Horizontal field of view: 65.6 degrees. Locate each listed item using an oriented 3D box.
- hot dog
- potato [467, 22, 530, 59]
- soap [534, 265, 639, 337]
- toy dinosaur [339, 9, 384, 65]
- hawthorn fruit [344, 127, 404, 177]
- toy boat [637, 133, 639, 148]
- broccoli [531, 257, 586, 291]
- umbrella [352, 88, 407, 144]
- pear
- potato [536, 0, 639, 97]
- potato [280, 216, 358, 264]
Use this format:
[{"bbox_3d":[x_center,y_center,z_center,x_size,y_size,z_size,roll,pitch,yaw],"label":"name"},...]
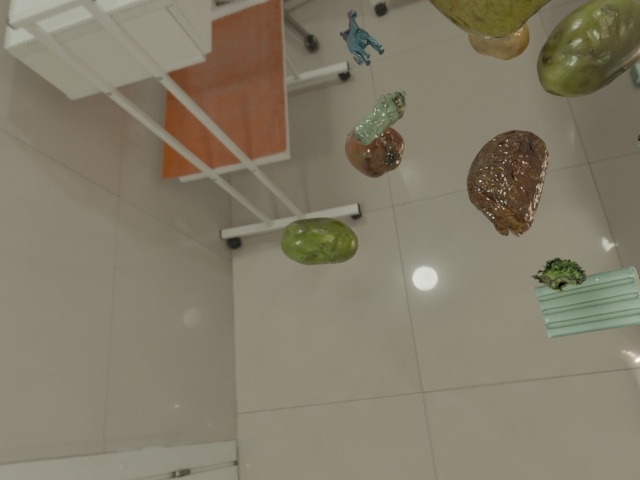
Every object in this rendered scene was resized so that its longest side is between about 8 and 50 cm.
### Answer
[{"bbox_3d":[0.624,-0.183,1.640,0.267,0.174,0.387,36,61,-14],"label":"hot dog"},{"bbox_3d":[0.361,-0.434,1.019,0.112,0.112,0.147,-35,73,6],"label":"potato"},{"bbox_3d":[0.785,0.182,1.444,0.266,0.088,0.159,-21,75,38],"label":"soap"},{"bbox_3d":[0.070,-0.353,0.887,0.045,0.197,0.080,-43,85,3],"label":"toy dinosaur"},{"bbox_3d":[0.176,-0.341,1.791,0.199,0.199,0.251,-46,51,0],"label":"hawthorn fruit"},{"bbox_3d":[0.808,-0.299,1.117,0.046,0.080,0.229,40,98,-15],"label":"toy boat"},{"bbox_3d":[0.536,0.079,1.116,0.092,0.095,0.097,-23,50,-28],"label":"broccoli"},{"bbox_3d":[0.125,-0.254,1.016,0.067,0.062,0.143,35,80,37],"label":"umbrella"},{"bbox_3d":[0.233,-0.394,0.660,0.228,0.211,0.188,-46,17,-30],"label":"pear"},{"bbox_3d":[0.559,-0.393,1.015,0.229,0.197,0.148,-14,53,-28],"label":"potato"},{"bbox_3d":[0.000,0.000,1.514,0.186,0.253,0.148,-18,76,50],"label":"potato"}]
